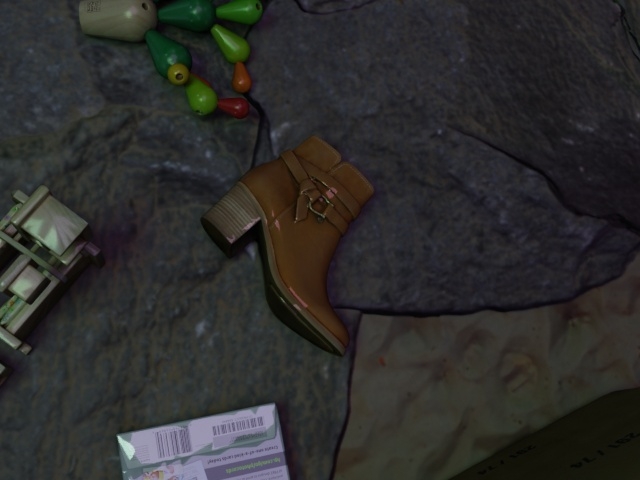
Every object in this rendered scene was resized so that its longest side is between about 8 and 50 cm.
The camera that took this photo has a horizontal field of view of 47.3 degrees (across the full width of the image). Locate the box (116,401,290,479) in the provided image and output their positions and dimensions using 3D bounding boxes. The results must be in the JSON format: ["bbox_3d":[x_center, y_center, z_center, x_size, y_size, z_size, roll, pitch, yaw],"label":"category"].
[{"bbox_3d":[-0.094,0.251,0.650,0.145,0.038,0.186,-9,78,-13],"label":"box"}]

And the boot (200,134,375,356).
[{"bbox_3d":[0.000,0.000,0.712,0.152,0.073,0.197,-40,90,-21],"label":"boot"}]

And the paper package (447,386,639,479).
[{"bbox_3d":[0.227,0.248,0.573,0.325,0.309,0.168,-24,81,-16],"label":"paper package"}]

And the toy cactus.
[{"bbox_3d":[-0.148,-0.224,0.727,0.181,0.112,0.218,-3,86,-2],"label":"toy cactus"}]

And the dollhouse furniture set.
[{"bbox_3d":[-0.281,0.042,0.597,0.101,0.161,0.182,37,72,-1],"label":"dollhouse furniture set"}]
